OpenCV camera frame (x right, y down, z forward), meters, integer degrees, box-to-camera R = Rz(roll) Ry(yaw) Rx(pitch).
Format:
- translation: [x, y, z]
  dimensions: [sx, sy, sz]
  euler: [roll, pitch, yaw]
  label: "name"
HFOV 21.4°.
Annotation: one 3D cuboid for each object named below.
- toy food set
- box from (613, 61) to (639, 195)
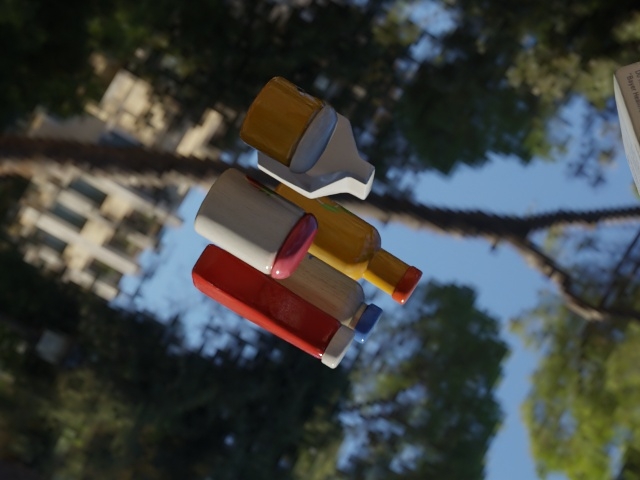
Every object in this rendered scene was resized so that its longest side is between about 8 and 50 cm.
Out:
- translation: [0.000, 0.000, 0.947]
  dimensions: [0.111, 0.104, 0.232]
  euler: [-57, 173, -15]
  label: "toy food set"
- translation: [0.206, -0.024, 0.706]
  dimensions: [0.137, 0.072, 0.126]
  euler: [-16, -123, 6]
  label: "box"
